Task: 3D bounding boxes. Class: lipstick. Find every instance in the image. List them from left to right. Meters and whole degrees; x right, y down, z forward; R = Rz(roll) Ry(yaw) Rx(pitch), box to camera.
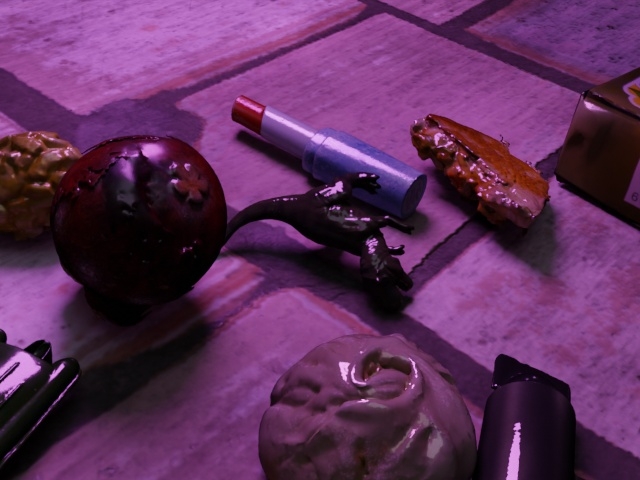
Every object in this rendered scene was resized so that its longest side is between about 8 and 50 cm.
[{"bbox_3d":[-0.002,-0.110,1.001,0.274,0.061,0.068,29,45,24],"label":"lipstick"}]

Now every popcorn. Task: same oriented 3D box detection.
[{"bbox_3d":[-0.298,-0.056,0.852,0.116,0.120,0.106,30,-3,-11],"label":"popcorn"}]

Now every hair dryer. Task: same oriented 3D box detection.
[{"bbox_3d":[0.244,0.203,0.661,0.248,0.078,0.195,24,39,3],"label":"hair dryer"}]

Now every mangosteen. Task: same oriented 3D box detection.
[{"bbox_3d":[-0.173,-0.008,0.766,0.166,0.180,0.166,22,46,-25],"label":"mangosteen"}]

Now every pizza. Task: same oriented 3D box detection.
[{"bbox_3d":[0.202,-0.074,0.998,0.147,0.069,0.226,2,36,-44],"label":"pizza"}]

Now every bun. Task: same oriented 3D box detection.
[{"bbox_3d":[0.034,0.135,0.649,0.183,0.102,0.183,-4,33,2],"label":"bun"}]

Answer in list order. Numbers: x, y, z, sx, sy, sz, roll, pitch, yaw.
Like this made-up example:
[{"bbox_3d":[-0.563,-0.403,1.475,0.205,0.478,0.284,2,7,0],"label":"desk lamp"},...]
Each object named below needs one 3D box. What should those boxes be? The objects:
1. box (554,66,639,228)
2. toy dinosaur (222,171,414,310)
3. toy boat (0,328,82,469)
[{"bbox_3d":[0.573,-0.106,1.050,0.420,0.138,0.373,-26,49,-35],"label":"box"},{"bbox_3d":[0.000,0.000,0.843,0.179,0.087,0.187,-22,46,-35],"label":"toy dinosaur"},{"bbox_3d":[-0.276,0.143,0.636,0.104,0.052,0.210,20,40,11],"label":"toy boat"}]
